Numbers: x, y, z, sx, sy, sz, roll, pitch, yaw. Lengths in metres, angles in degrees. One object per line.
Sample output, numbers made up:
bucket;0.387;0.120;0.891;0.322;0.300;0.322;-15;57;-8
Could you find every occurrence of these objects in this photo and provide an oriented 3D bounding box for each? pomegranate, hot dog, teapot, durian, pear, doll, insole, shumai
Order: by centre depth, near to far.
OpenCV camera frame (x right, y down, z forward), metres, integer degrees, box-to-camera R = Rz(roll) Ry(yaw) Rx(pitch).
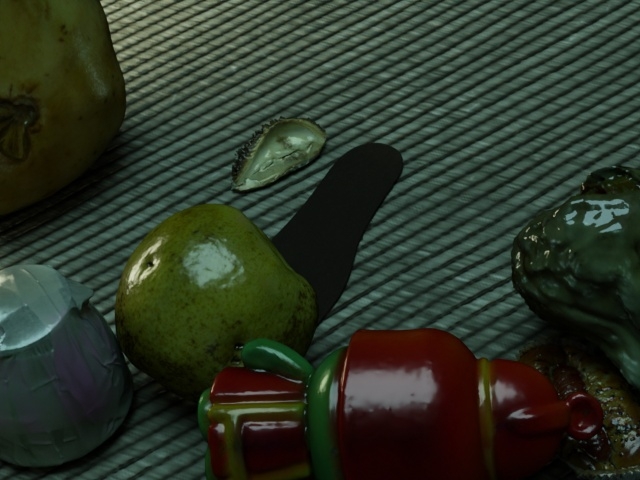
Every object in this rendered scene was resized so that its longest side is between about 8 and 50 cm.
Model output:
doll;0.071;0.168;1.597;0.363;0.160;0.182;-5;88;6
hot dog;0.246;0.157;1.658;0.099;0.053;0.192;-18;45;-13
shumai;0.304;0.059;1.660;0.189;0.256;0.218;-41;61;21
pear;-0.109;0.069;1.735;0.197;0.197;0.197;-7;43;6
teapot;-0.306;0.109;1.742;0.222;0.178;0.163;3;44;17
insole;0.000;0.000;1.913;0.111;0.007;0.327;13;48;23
pomegranate;-0.389;-0.189;2.005;0.333;0.332;0.332;-7;43;6
durian;-0.054;-0.099;2.017;0.130;0.052;0.066;-30;84;-14
